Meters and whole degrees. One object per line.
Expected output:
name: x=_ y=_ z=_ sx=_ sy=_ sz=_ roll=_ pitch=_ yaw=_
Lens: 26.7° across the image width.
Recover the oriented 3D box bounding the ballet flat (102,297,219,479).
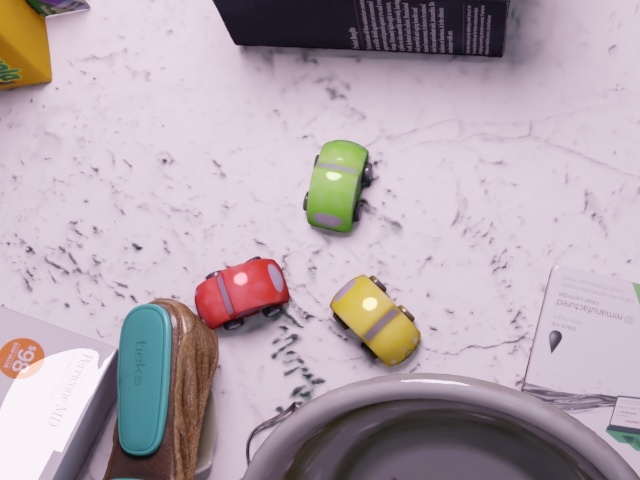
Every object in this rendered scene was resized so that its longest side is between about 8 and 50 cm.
ballet flat: x=-0.156 y=0.230 z=1.325 sx=0.116 sy=0.124 sz=0.342 roll=-3 pitch=73 yaw=37

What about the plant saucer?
plant saucer: x=0.122 y=0.277 z=1.238 sx=0.401 sy=0.100 sz=0.400 roll=6 pitch=117 yaw=13

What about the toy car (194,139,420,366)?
toy car: x=0.000 y=0.000 z=1.382 sx=0.239 sy=0.053 sz=0.225 roll=12 pitch=81 yaw=8

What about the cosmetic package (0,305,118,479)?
cosmetic package: x=-0.397 y=0.230 z=1.297 sx=0.284 sy=0.097 sz=0.377 roll=20 pitch=60 yaw=6

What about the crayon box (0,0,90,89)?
crayon box: x=-0.416 y=-0.211 z=1.393 sx=0.323 sy=0.203 sz=0.083 roll=-10 pitch=79 yaw=5

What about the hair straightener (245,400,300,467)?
hair straightener: x=-0.060 y=0.270 z=1.342 sx=0.089 sy=0.047 sz=0.230 roll=11 pitch=81 yaw=8

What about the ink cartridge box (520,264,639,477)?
ink cartridge box: x=0.274 y=0.152 z=1.302 sx=0.160 sy=0.092 sz=0.219 roll=13 pitch=81 yaw=10

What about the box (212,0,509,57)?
box: x=0.052 y=-0.357 z=1.377 sx=0.294 sy=0.183 sz=0.296 roll=4 pitch=78 yaw=6
